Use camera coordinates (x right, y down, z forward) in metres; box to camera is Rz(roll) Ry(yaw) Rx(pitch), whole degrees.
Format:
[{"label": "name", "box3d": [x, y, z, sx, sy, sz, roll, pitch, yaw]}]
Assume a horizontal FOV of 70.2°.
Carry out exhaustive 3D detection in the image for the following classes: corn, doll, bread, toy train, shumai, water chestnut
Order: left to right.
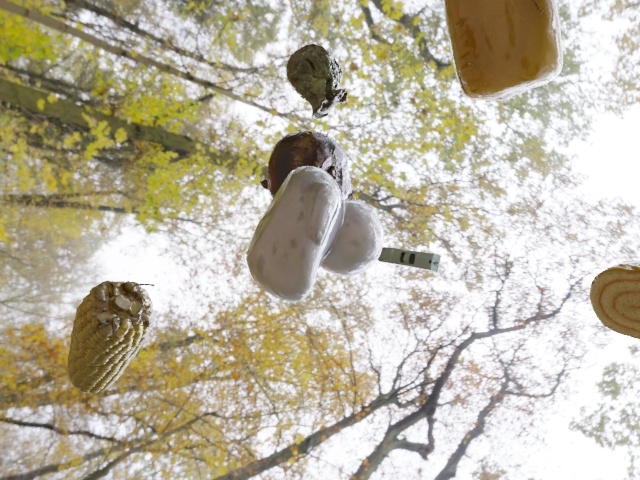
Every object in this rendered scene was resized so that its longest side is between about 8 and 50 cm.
[{"label": "corn", "box3d": [-0.343, 0.160, 0.726, 0.305, 0.106, 0.106, -48, -125, 44]}, {"label": "water chestnut", "box3d": [-0.053, -0.178, 1.371, 0.300, 0.300, 0.300, -7, -100, 40]}, {"label": "shumai", "box3d": [-0.009, -0.195, 0.586, 0.083, 0.082, 0.080, 140, -38, -62]}, {"label": "doll", "box3d": [0.000, 0.000, 0.758, 0.221, 0.221, 0.251, -20, -148, 37]}, {"label": "toy train", "box3d": [0.209, 0.044, 1.144, 0.207, 0.047, 0.043, 8, -95, 54]}, {"label": "bread", "box3d": [0.203, -0.321, 0.546, 0.142, 0.091, 0.305, 7, -62, 55]}, {"label": "bread", "box3d": [0.484, 0.088, 0.667, 0.149, 0.073, 0.122, 5, -70, 60]}]
